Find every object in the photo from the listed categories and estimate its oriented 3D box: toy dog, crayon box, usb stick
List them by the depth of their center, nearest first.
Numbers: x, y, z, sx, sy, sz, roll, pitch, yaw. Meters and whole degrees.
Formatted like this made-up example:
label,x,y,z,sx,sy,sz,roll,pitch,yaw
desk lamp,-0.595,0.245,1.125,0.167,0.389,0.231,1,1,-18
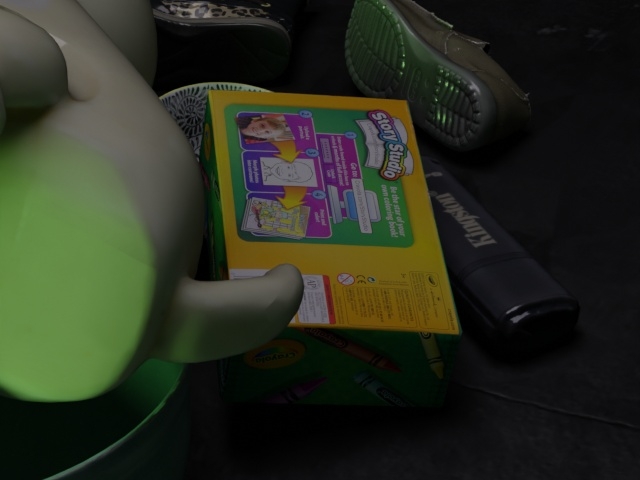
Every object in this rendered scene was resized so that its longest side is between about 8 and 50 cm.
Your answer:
label,x,y,z,sx,sy,sz,roll,pitch,yaw
toy dog,-0.204,-0.093,1.147,0.396,0.284,0.408,5,28,-7
crayon box,0.000,0.000,1.400,0.165,0.081,0.278,3,41,-10
usb stick,0.115,0.005,1.474,0.077,0.045,0.278,-19,33,-13

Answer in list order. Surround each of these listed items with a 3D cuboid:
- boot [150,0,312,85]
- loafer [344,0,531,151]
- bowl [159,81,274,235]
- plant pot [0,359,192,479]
label,x,y,z,sx,sy,sz,roll,pitch,yaw
boot,-0.126,-0.231,1.881,0.236,0.085,0.178,6,33,12
loafer,0.106,-0.155,1.708,0.087,0.094,0.251,0,33,-34
bowl,-0.076,-0.052,1.566,0.170,0.080,0.170,8,40,-7
plant pot,-0.216,0.161,1.170,0.293,0.196,0.293,-4,28,2
